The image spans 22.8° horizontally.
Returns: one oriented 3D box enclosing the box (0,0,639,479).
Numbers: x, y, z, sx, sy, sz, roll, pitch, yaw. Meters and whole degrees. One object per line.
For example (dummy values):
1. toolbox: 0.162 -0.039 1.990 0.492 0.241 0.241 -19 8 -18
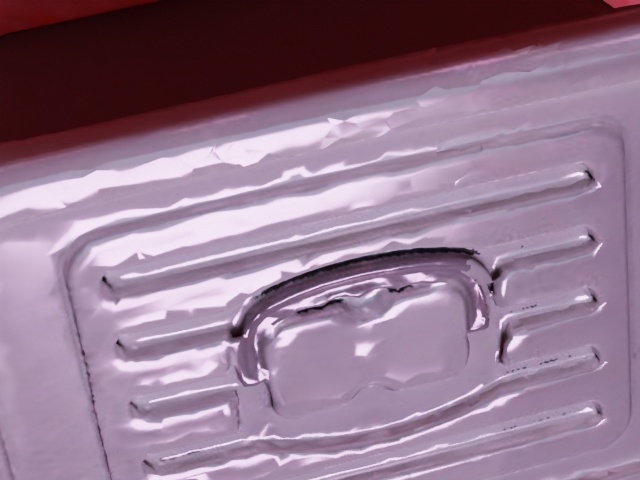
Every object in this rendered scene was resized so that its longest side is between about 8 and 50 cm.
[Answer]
1. box: 0.000 0.000 0.486 0.243 0.135 0.163 -14 122 -7
